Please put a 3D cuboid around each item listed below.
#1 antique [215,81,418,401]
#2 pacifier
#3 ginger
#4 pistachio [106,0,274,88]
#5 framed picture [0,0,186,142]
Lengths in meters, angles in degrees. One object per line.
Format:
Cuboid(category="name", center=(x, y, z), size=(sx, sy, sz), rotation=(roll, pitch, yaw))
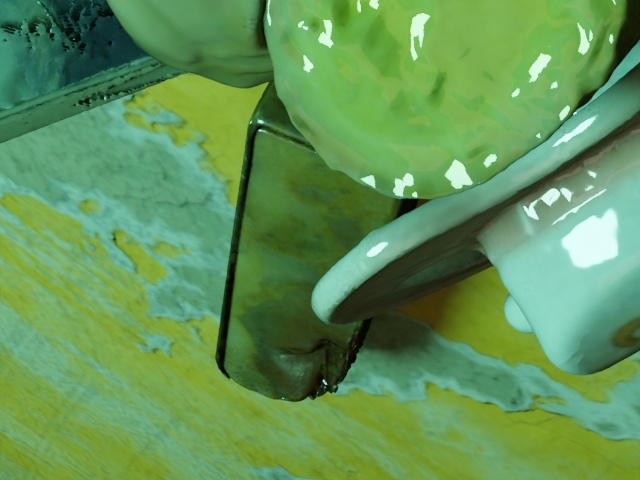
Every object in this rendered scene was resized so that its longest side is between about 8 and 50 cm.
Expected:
Cuboid(category="antique", center=(0.000, 0.000, 0.988), size=(0.093, 0.087, 0.310), rotation=(23, 148, 5))
Cuboid(category="pacifier", center=(0.127, -0.066, 0.670), size=(0.273, 0.220, 0.332), rotation=(42, 125, -21))
Cuboid(category="ginger", center=(0.094, -0.169, 0.499), size=(0.126, 0.354, 0.190), rotation=(33, -168, 6))
Cuboid(category="pistachio", center=(-0.025, -0.157, 0.598), size=(0.126, 0.152, 0.223), rotation=(-2, 128, -15))
Cuboid(category="framed picture", center=(-0.123, -0.184, 0.719), size=(0.247, 0.022, 0.335), rotation=(-21, 142, -6))
